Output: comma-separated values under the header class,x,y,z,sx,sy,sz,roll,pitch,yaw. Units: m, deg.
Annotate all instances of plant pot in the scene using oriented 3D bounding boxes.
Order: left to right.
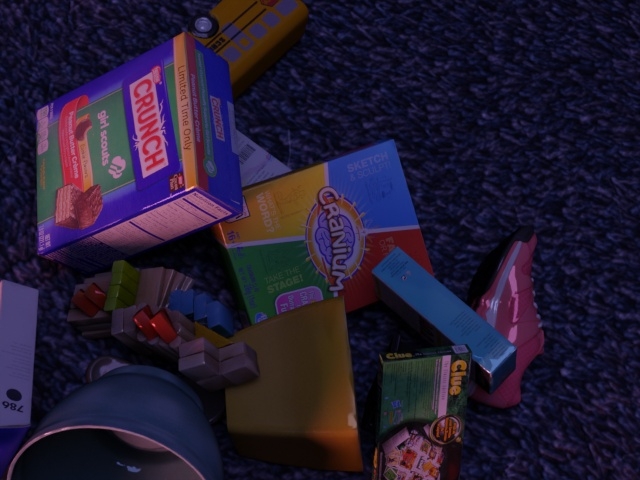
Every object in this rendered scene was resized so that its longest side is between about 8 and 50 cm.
class,x,y,z,sx,sy,sz,roll,pitch,yaw
plant pot,-0.263,0.299,1.788,0.293,0.293,0.196,16,37,-2
plant pot,-0.042,0.223,1.893,0.187,0.212,0.212,-6,65,1

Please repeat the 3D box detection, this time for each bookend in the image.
class,x,y,z,sx,sy,sz,roll,pitch,yaw
bookend,0.158,0.235,1.933,0.157,0.156,0.072,18,44,-2

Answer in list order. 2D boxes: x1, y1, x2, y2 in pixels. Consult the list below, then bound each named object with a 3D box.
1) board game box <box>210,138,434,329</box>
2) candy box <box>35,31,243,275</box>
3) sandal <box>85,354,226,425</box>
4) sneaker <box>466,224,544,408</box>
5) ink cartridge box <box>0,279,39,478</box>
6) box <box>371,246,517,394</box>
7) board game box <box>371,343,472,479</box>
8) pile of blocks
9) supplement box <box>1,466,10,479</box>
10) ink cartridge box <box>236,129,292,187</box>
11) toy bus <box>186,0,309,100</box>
class,x,y,z,sx,sy,sz,roll,pitch,yaw
board game box,0.000,0.000,2.017,0.316,0.064,0.242,-21,99,-18
candy box,-0.283,-0.126,1.957,0.317,0.122,0.268,-21,61,27
sandal,-0.248,0.223,1.927,0.219,0.060,0.090,23,63,1
sneaker,0.303,0.128,2.060,0.136,0.116,0.314,26,69,-8
ink cartridge box,-0.449,0.225,1.763,0.065,0.165,0.332,19,36,-22
box,0.186,0.120,1.936,0.244,0.100,0.060,41,76,21
board game box,0.146,0.274,1.884,0.136,0.259,0.030,-3,28,-11
pile of blocks,-0.238,0.101,1.867,0.362,0.112,0.149,18,73,35
supplement box,-0.574,0.301,1.824,0.239,0.073,0.130,38,63,8
ink cartridge box,-0.121,-0.082,2.089,0.175,0.072,0.127,37,65,7
toy bus,-0.133,-0.353,2.198,0.130,0.108,0.332,39,64,9
